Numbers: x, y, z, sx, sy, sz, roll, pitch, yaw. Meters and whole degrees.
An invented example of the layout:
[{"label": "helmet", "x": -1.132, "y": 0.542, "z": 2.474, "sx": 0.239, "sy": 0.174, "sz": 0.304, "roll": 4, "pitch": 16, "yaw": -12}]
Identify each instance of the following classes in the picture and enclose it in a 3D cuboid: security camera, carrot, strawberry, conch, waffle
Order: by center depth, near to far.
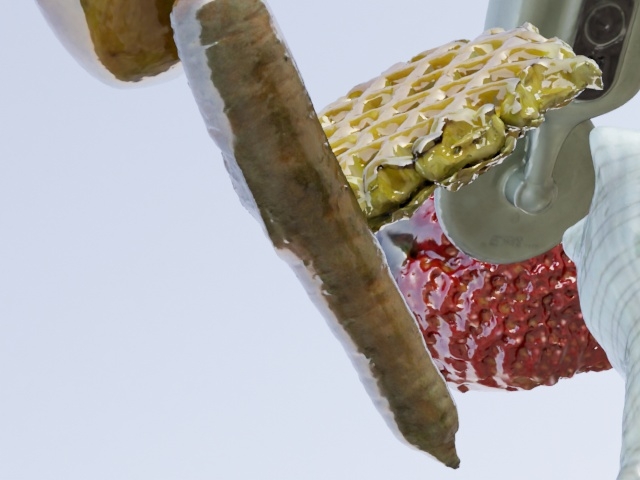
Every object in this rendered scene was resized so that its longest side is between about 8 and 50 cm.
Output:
[{"label": "conch", "x": 0.162, "y": 0.002, "z": 0.876, "sx": 0.234, "sy": 0.114, "sz": 0.137, "roll": -53, "pitch": -12, "yaw": -11}, {"label": "carrot", "x": 0.001, "y": -0.001, "z": 1.135, "sx": 0.070, "sy": 0.070, "sz": 0.342, "roll": -35, "pitch": -71, "yaw": -27}, {"label": "waffle", "x": 0.061, "y": -0.074, "z": 1.279, "sx": 0.245, "sy": 0.254, "sz": 0.052, "roll": -32, "pitch": -72, "yaw": -7}, {"label": "security camera", "x": 0.190, "y": -0.106, "z": 1.555, "sx": 0.157, "sy": 0.080, "sz": 0.301, "roll": 0, "pitch": -63, "yaw": -26}, {"label": "strawberry", "x": 0.189, "y": 0.016, "z": 1.808, "sx": 0.261, "sy": 0.257, "sz": 0.261, "roll": 15, "pitch": -108, "yaw": -55}]

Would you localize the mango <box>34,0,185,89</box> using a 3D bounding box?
[{"label": "mango", "x": -0.130, "y": -0.291, "z": 1.270, "sx": 0.264, "sy": 0.221, "sz": 0.378, "roll": -44, "pitch": -49, "yaw": -62}]
